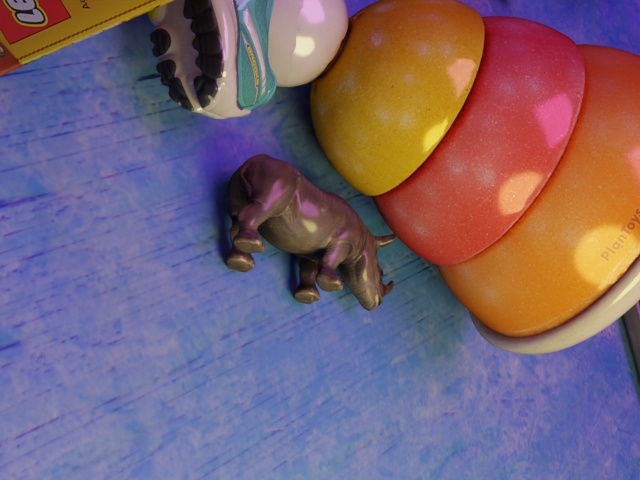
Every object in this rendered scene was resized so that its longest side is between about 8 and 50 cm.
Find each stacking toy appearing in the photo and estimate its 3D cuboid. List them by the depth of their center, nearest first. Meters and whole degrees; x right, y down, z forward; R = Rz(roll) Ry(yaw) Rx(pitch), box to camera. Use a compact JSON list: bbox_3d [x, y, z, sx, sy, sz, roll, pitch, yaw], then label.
[{"bbox_3d":[0.115,-0.135,1.203,0.480,0.351,0.350,31,51,-21],"label":"stacking toy"}]

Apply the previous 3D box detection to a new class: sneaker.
[{"bbox_3d":[-0.095,-0.241,1.048,0.110,0.107,0.275,-7,91,-52],"label":"sneaker"}]

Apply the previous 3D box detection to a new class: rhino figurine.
[{"bbox_3d":[0.000,0.000,1.138,0.243,0.073,0.106,29,57,-43],"label":"rhino figurine"}]

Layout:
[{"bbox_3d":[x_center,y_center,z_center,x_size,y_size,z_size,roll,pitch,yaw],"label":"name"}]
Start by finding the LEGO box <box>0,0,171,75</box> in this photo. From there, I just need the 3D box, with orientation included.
[{"bbox_3d":[-0.196,-0.403,0.788,0.500,0.373,0.193,60,38,-21],"label":"LEGO box"}]

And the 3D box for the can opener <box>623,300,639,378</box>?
[{"bbox_3d":[0.436,0.083,1.636,0.095,0.076,0.283,9,67,-71],"label":"can opener"}]
